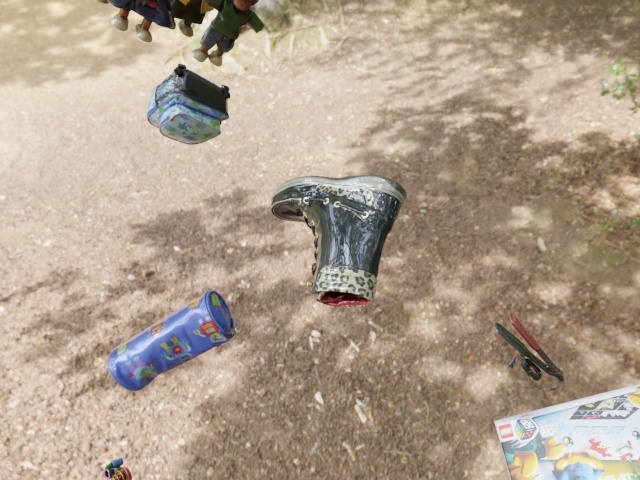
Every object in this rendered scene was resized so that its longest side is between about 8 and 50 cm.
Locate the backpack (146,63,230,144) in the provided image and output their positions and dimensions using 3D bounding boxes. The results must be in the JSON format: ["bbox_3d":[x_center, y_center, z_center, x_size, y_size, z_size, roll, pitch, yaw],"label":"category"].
[{"bbox_3d":[-0.209,-0.199,0.740,0.114,0.084,0.105,-10,-17,41],"label":"backpack"}]

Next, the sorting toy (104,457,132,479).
[{"bbox_3d":[-0.491,0.554,1.140,0.102,0.061,0.042,-4,-1,38],"label":"sorting toy"}]

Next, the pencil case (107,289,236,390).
[{"bbox_3d":[-0.338,0.237,1.121,0.306,0.133,0.119,-30,31,9],"label":"pencil case"}]

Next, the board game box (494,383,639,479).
[{"bbox_3d":[0.408,0.304,0.637,0.305,0.053,0.193,-29,48,28],"label":"board game box"}]

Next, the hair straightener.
[{"bbox_3d":[0.479,0.271,1.120,0.230,0.089,0.047,44,28,-13],"label":"hair straightener"}]

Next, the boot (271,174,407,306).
[{"bbox_3d":[0.000,-0.001,0.703,0.236,0.085,0.179,0,64,37],"label":"boot"}]

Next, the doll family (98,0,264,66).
[{"bbox_3d":[-0.144,-0.251,0.454,0.193,0.111,0.076,5,60,-38],"label":"doll family"}]
